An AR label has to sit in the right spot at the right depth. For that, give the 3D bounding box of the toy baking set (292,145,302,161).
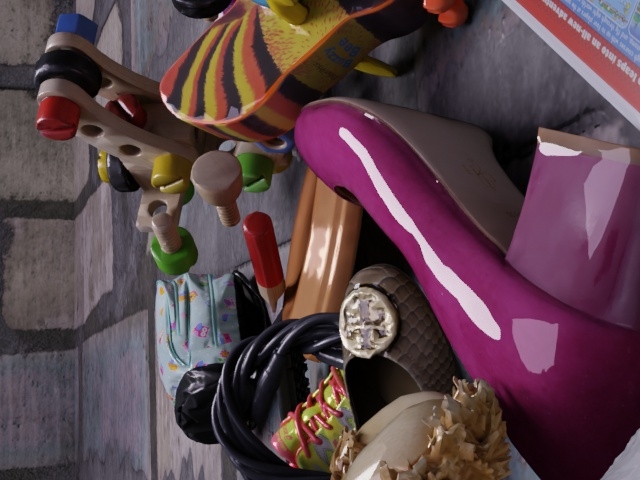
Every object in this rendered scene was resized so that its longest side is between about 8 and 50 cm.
[{"bbox_3d":[-0.029,-0.188,1.059,0.256,0.030,0.197,-136,48,-63],"label":"toy baking set"}]

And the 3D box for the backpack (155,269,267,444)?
[{"bbox_3d":[-0.125,0.116,1.175,0.152,0.115,0.182,111,155,-48],"label":"backpack"}]

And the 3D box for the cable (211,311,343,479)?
[{"bbox_3d":[0.009,0.125,0.779,0.184,0.047,0.150,-24,84,25],"label":"cable"}]

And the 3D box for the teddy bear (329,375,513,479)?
[{"bbox_3d":[0.023,0.218,0.460,0.245,0.113,0.338,103,-175,-70],"label":"teddy bear"}]

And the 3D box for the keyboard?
[{"bbox_3d":[-0.019,0.151,0.964,0.108,0.023,0.180,-59,-37,-79],"label":"keyboard"}]

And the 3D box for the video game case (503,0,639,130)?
[{"bbox_3d":[0.173,-0.216,0.510,0.204,0.025,0.285,-116,34,-51],"label":"video game case"}]

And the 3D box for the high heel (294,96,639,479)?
[{"bbox_3d":[0.064,0.014,0.639,0.377,0.127,0.181,-154,74,-66],"label":"high heel"}]

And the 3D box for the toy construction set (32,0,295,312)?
[{"bbox_3d":[-0.101,-0.066,0.970,0.237,0.257,0.309,81,169,-60],"label":"toy construction set"}]

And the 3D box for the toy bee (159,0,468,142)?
[{"bbox_3d":[0.014,-0.176,0.754,0.162,0.195,0.298,45,124,30],"label":"toy bee"}]

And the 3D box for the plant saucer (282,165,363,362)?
[{"bbox_3d":[0.000,0.000,0.876,0.200,0.037,0.200,-171,90,-84],"label":"plant saucer"}]

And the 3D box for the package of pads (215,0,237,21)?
[{"bbox_3d":[-0.093,-0.247,1.196,0.032,0.050,0.083,114,149,-47],"label":"package of pads"}]

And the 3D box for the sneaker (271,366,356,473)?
[{"bbox_3d":[0.011,0.147,0.833,0.081,0.094,0.208,-120,38,-57],"label":"sneaker"}]

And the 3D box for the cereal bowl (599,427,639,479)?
[{"bbox_3d":[0.112,0.165,0.284,0.339,0.141,0.339,18,-90,-85],"label":"cereal bowl"}]

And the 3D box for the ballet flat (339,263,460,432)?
[{"bbox_3d":[0.052,0.141,0.695,0.084,0.058,0.250,-2,100,47],"label":"ballet flat"}]
